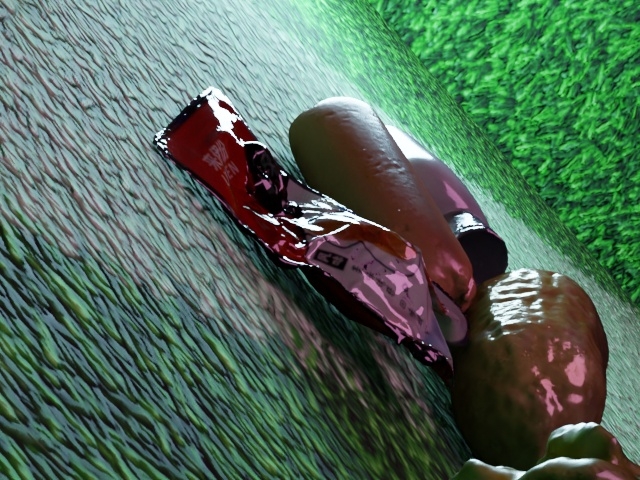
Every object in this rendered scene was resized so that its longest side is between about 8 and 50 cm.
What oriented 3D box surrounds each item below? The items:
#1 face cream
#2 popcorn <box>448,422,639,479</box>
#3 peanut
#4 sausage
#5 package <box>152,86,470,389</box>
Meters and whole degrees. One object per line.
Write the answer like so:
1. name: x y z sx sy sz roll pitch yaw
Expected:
1. face cream: 0.101 -0.018 1.715 0.144 0.071 0.291 59 -1 -15
2. popcorn: 0.139 0.194 0.987 0.189 0.169 0.218 46 5 -26
3. peanut: 0.157 0.103 1.506 0.129 0.129 0.224 48 21 -9
4. sausage: 0.046 -0.025 1.594 0.086 0.086 0.289 42 12 -36
5. package: 0.000 0.000 1.400 0.269 0.071 0.194 36 9 -2
